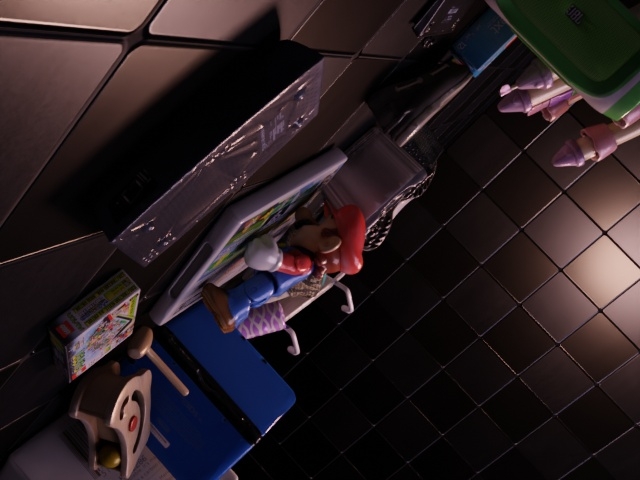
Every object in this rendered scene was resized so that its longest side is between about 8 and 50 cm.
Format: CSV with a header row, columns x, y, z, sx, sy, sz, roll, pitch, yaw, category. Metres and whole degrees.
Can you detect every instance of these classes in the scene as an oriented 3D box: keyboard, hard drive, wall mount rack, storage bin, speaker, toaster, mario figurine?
x,y,z,sx,sy,sz,roll,pitch,yaw,category
0.178,-0.329,1.108,0.108,0.023,0.180,-54,169,29,keyboard
-0.105,-0.084,0.741,0.254,0.054,0.172,-43,174,-8,hard drive
-0.092,0.160,2.034,0.350,0.304,0.130,-35,132,-28,wall mount rack
0.202,-0.194,1.753,0.122,0.084,0.180,-31,-171,29,storage bin
0.363,-0.315,1.086,0.131,0.296,0.131,-43,174,-5,speaker
0.103,-0.121,1.493,0.227,0.146,0.129,-42,175,-7,toaster
-0.068,0.021,1.322,0.320,0.170,0.198,-31,-152,-14,mario figurine

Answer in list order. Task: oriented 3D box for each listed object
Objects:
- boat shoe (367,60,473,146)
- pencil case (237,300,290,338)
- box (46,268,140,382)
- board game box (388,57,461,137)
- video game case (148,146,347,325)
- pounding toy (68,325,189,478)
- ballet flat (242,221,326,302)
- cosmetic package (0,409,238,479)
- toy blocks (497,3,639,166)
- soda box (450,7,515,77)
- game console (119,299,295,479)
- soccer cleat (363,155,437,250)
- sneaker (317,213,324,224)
x,y,z,sx,sy,sz,roll,pitch,yaw,category
0.183,-0.270,1.337,0.112,0.095,0.335,-44,-179,37,boat shoe
-0.184,0.199,1.841,0.206,0.086,0.088,-14,-167,-7,pencil case
-0.296,0.117,0.986,0.114,0.036,0.207,-41,174,-26,box
0.234,-0.304,1.633,0.124,0.039,0.259,-40,172,-29,board game box
-0.121,-0.012,1.297,0.300,0.036,0.329,-47,173,38,video game case
-0.329,0.299,1.303,0.154,0.154,0.269,-59,158,-63,pounding toy
-0.087,0.075,1.677,0.182,0.164,0.483,-28,175,-6,ballet flat
-0.447,0.529,1.537,0.329,0.327,0.394,-38,173,-46,cosmetic package
0.414,-0.290,1.298,0.260,0.309,0.288,-25,168,6,toy blocks
0.346,-0.412,1.424,0.210,0.071,0.067,-44,174,6,soda box
-0.238,0.303,1.499,0.250,0.293,0.173,-43,174,1,game console
0.182,-0.119,2.001,0.318,0.108,0.116,-53,-155,0,soccer cleat
0.000,0.000,2.011,0.115,0.090,0.232,-37,172,-23,sneaker
